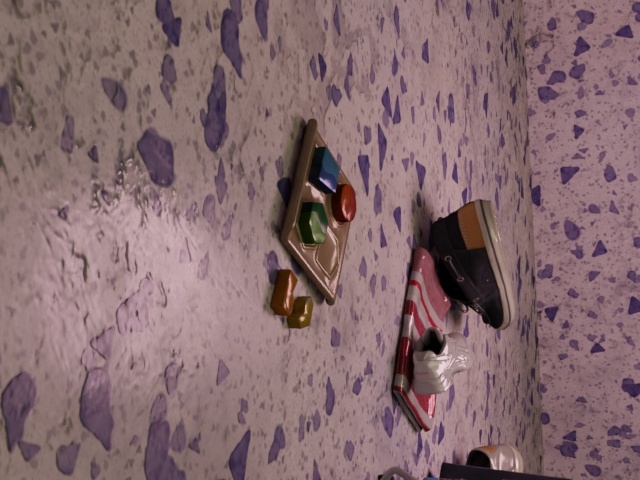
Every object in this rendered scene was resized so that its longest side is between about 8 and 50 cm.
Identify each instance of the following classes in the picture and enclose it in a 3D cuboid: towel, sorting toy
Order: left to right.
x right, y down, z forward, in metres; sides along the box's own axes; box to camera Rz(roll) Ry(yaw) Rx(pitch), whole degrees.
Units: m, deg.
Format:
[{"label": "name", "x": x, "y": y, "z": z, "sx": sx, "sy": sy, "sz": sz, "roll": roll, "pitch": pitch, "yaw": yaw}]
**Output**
[{"label": "sorting toy", "x": 0.000, "y": 0.000, "z": 1.466, "sx": 0.229, "sy": 0.041, "sz": 0.307, "roll": 59, "pitch": 36, "yaw": -53}, {"label": "towel", "x": 0.216, "y": 0.211, "z": 2.039, "sx": 0.237, "sy": 0.037, "sz": 0.329, "roll": 59, "pitch": 37, "yaw": -52}]

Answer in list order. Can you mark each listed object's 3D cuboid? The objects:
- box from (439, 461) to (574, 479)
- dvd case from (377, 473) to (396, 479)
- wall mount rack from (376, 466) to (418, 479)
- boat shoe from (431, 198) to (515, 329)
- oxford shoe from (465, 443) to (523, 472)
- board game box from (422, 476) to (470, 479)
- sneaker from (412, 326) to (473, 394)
[{"label": "box", "x": 0.379, "y": 0.711, "z": 2.064, "sx": 0.212, "sy": 0.294, "sz": 0.395, "roll": 76, "pitch": 24, "yaw": -50}, {"label": "dvd case", "x": 0.144, "y": 0.528, "z": 1.686, "sx": 0.238, "sy": 0.030, "sz": 0.179, "roll": 57, "pitch": 29, "yaw": -54}, {"label": "wall mount rack", "x": 0.034, "y": 0.493, "z": 1.448, "sx": 0.304, "sy": 0.130, "sz": 0.350, "roll": -58, "pitch": 159, "yaw": 8}, {"label": "boat shoe", "x": 0.354, "y": 0.070, "z": 2.235, "sx": 0.500, "sy": 0.156, "sz": 0.186, "roll": 59, "pitch": 18, "yaw": -59}, {"label": "oxford shoe", "x": 0.375, "y": 0.702, "z": 2.338, "sx": 0.130, "sy": 0.169, "sz": 0.449, "roll": 23, "pitch": 71, "yaw": -23}, {"label": "board game box", "x": 0.326, "y": 0.601, "z": 1.866, "sx": 0.141, "sy": 0.291, "sz": 0.232, "roll": 110, "pitch": -16, "yaw": -53}, {"label": "sneaker", "x": 0.249, "y": 0.222, "z": 1.969, "sx": 0.232, "sy": 0.090, "sz": 0.115, "roll": -37, "pitch": 119, "yaw": -62}]
